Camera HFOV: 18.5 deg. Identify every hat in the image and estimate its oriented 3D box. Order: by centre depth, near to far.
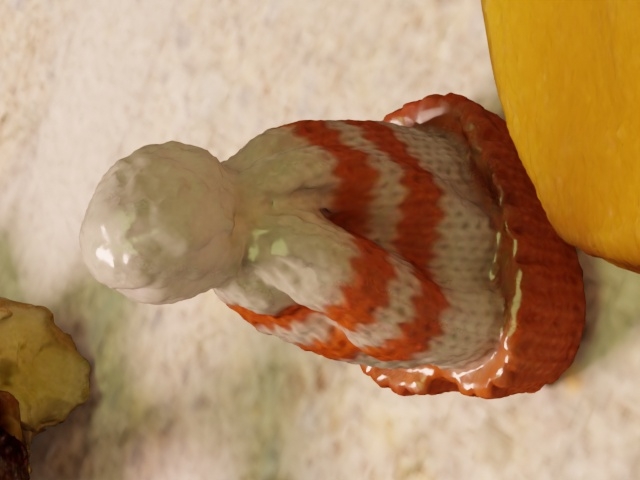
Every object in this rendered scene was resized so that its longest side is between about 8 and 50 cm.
[{"bbox_3d":[0.000,0.000,0.641,0.093,0.162,0.112,-40,55,36],"label":"hat"}]

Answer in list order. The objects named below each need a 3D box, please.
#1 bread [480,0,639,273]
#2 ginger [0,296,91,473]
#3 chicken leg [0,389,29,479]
[{"bbox_3d":[0.130,-0.081,0.486,0.270,0.143,0.195,172,89,-79],"label":"bread"},{"bbox_3d":[-0.181,0.086,0.841,0.216,0.102,0.157,8,62,49],"label":"ginger"},{"bbox_3d":[-0.092,0.250,0.719,0.158,0.096,0.407,-3,88,13],"label":"chicken leg"}]
